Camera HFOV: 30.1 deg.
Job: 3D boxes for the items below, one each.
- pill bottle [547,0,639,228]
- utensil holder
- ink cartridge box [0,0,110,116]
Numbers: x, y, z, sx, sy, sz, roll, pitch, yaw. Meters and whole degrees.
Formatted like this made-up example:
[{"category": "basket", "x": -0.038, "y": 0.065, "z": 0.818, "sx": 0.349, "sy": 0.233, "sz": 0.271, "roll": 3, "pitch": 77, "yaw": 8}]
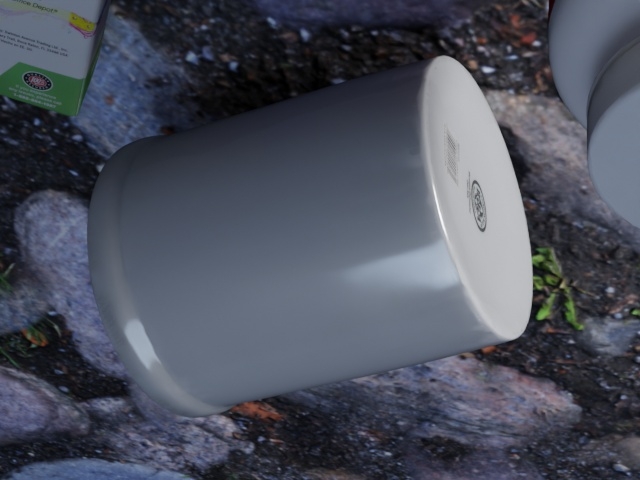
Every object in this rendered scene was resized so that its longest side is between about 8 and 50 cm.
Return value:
[{"category": "pill bottle", "x": 0.289, "y": -0.207, "z": 0.905, "sx": 0.229, "sy": 0.408, "sz": 0.229, "roll": 6, "pitch": 141, "yaw": 5}, {"category": "utensil holder", "x": 0.000, "y": 0.000, "z": 1.296, "sx": 0.385, "sy": 0.328, "sz": 0.328, "roll": -14, "pitch": 135, "yaw": 24}, {"category": "ink cartridge box", "x": -0.306, "y": -0.278, "z": 1.182, "sx": 0.201, "sy": 0.117, "sz": 0.278, "roll": 17, "pitch": 140, "yaw": -8}]
